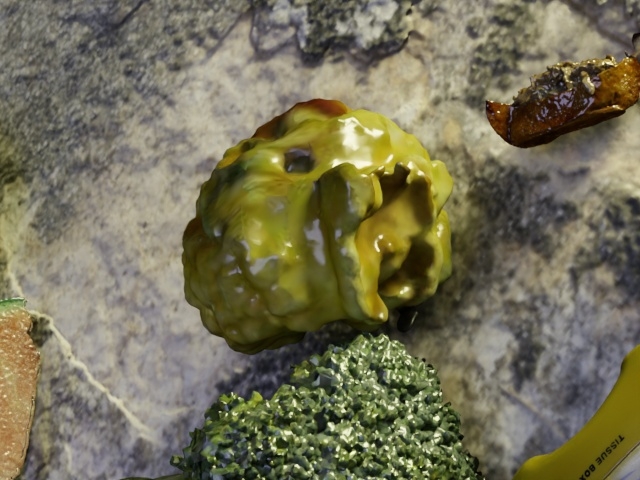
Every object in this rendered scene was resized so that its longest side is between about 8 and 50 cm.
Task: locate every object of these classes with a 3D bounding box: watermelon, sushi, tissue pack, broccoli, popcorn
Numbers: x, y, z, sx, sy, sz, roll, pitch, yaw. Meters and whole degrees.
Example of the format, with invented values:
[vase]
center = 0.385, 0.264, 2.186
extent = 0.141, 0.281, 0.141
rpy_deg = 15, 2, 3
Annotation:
[watermelon]
center = -0.350, 0.153, 1.739
extent = 0.128, 0.146, 0.231
rpy_deg = -4, 73, 41
[sushi]
center = 0.182, -0.105, 1.430
extent = 0.120, 0.052, 0.055
rpy_deg = -20, 77, 38
[tissue pack]
center = 0.216, 0.158, 1.251
extent = 0.178, 0.123, 0.127
rpy_deg = -48, 50, 17
[broccoli]
center = -0.046, 0.186, 1.449
extent = 0.361, 0.221, 0.252
rpy_deg = 16, 117, 47
[popcorn]
center = 0.001, -0.003, 1.464
extent = 0.189, 0.169, 0.218
rpy_deg = 2, 44, 37

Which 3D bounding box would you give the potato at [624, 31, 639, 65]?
[potato]
center = 0.300, -0.054, 1.274
extent = 0.138, 0.098, 0.243
rpy_deg = -31, 50, 26
